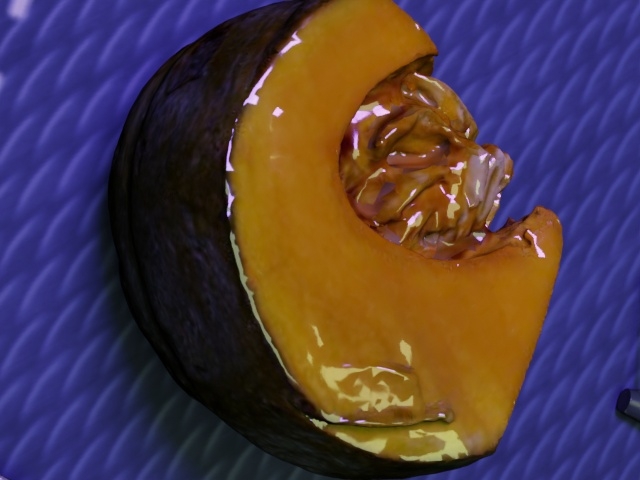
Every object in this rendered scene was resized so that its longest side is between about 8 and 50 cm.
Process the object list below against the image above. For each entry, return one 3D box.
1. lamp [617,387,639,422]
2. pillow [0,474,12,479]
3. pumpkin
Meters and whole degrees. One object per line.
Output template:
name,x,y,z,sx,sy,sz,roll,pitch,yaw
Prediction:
lamp,0.276,0.095,0.905,0.054,0.041,0.121,19,89,-11
pillow,-0.308,0.168,0.688,0.233,0.043,0.126,28,84,-18
pumpkin,0.000,0.000,0.708,0.256,0.225,0.303,-42,99,-18
